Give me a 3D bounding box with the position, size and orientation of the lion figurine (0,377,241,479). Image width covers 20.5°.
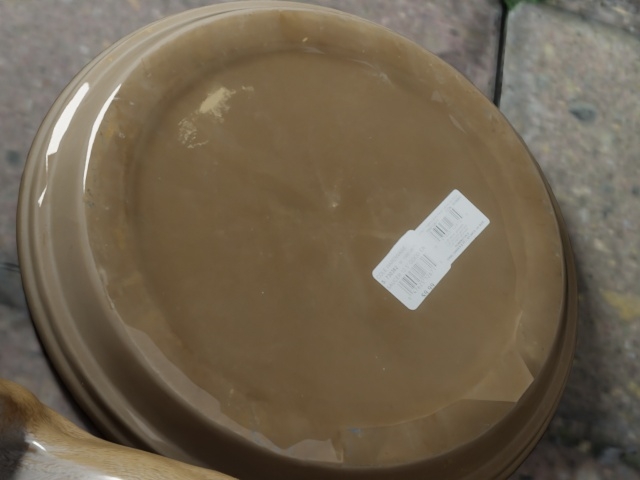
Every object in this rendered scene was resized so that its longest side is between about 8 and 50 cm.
[{"bbox_3d":[-0.070,0.122,0.654,0.392,0.240,0.142,33,88,12],"label":"lion figurine"}]

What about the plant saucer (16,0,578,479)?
[{"bbox_3d":[0.000,0.000,0.817,0.278,0.041,0.278,10,61,-17],"label":"plant saucer"}]
